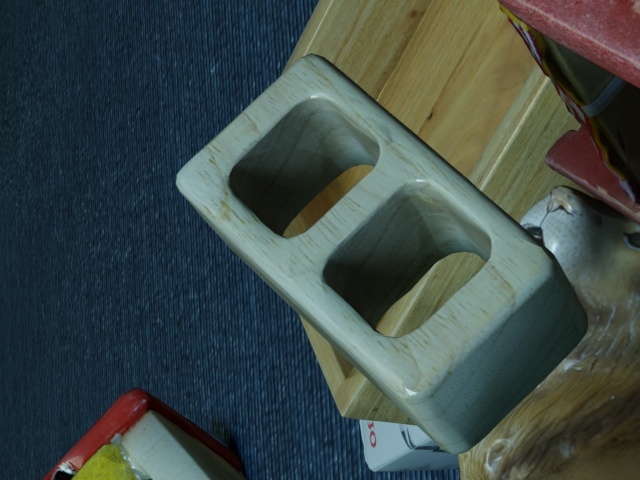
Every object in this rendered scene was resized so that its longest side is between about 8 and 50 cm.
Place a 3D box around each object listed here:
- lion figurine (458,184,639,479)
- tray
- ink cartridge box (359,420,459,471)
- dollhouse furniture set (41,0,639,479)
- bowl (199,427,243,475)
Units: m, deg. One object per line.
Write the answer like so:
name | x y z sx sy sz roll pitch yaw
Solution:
lion figurine | 0.160 0.151 0.601 0.392 0.240 0.142 49 169 36
tray | 0.096 -0.127 0.761 0.411 0.076 0.203 -60 35 30
ink cartridge box | 0.076 0.062 0.905 0.150 0.063 0.109 136 131 -60
dollhouse furniture set | 0.044 0.017 0.532 0.374 0.201 0.152 -46 52 -2
bowl | -0.094 0.240 1.324 0.142 0.053 0.142 -113 33 -44
